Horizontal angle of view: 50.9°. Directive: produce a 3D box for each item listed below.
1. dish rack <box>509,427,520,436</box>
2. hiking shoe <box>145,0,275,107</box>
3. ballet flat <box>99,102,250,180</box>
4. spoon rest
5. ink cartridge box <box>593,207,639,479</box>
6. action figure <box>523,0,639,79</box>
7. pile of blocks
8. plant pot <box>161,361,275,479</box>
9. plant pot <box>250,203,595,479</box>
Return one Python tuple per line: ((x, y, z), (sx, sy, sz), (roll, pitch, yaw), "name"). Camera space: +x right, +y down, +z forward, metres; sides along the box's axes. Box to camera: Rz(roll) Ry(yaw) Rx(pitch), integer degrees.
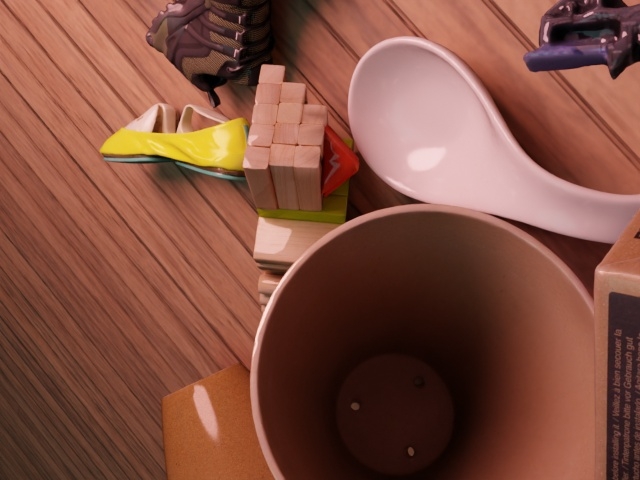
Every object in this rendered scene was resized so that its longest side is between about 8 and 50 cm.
((0.222, 0.269, 0.677), (0.208, 0.074, 0.271), (44, 136, 10), "dish rack")
((-0.070, -0.209, 0.630), (0.114, 0.086, 0.227), (49, 146, -15), "hiking shoe")
((-0.166, -0.119, 0.779), (0.231, 0.077, 0.077), (11, 102, 34), "ballet flat")
((0.132, -0.070, 0.522), (0.276, 0.084, 0.137), (26, 131, 26), "spoon rest")
((0.239, 0.052, 0.393), (0.088, 0.235, 0.193), (12, 123, 38), "ink cartridge box")
((0.241, -0.160, 0.270), (0.341, 0.178, 0.330), (-8, 93, 26), "action figure")
((0.000, 0.000, 0.684), (0.113, 0.149, 0.362), (5, 133, 5), "pile of blocks")
((-0.113, 0.306, 0.909), (0.237, 0.237, 0.254), (-34, 79, 48), "plant pot")
((0.077, 0.139, 0.589), (0.256, 0.256, 0.274), (42, 165, 13), "plant pot")
